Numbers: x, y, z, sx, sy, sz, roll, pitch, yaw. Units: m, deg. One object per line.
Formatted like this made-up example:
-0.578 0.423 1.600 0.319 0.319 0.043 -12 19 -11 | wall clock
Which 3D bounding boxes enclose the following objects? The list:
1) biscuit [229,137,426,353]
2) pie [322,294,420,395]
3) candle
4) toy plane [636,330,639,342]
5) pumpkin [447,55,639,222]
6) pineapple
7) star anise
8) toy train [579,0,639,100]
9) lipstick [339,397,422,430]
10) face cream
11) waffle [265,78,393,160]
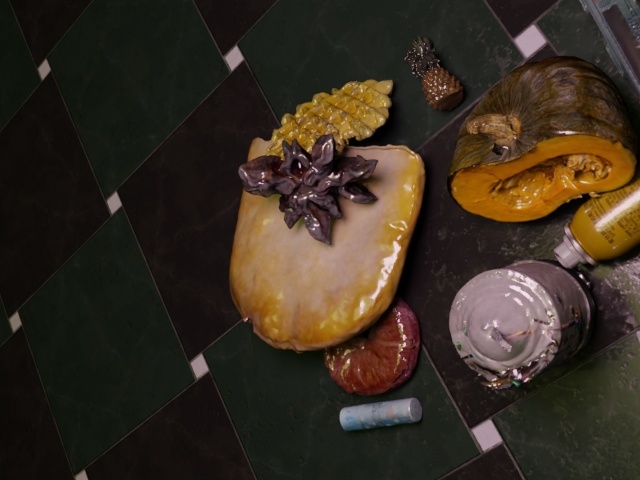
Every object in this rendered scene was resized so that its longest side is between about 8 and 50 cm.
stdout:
0.001 0.000 1.618 0.430 0.104 0.446 1 75 34 | biscuit
0.092 0.195 1.588 0.219 0.054 0.204 -19 74 33 | pie
0.303 0.128 1.284 0.188 0.330 0.187 2 95 33 | candle
0.597 0.111 1.194 0.267 0.123 0.266 -4 78 19 | toy plane
0.339 -0.185 1.323 0.325 0.242 0.232 -24 50 48 | pumpkin
0.208 -0.315 1.546 0.074 0.074 0.159 -40 59 26 | pineapple
-0.023 -0.102 1.488 0.283 0.212 0.129 -10 46 22 | star anise
0.473 -0.396 1.348 0.089 0.086 0.409 -34 68 31 | toy train
0.113 0.330 1.566 0.158 0.048 0.048 -16 77 33 | lipstick
0.514 -0.071 1.279 0.349 0.105 0.105 -41 64 25 | face cream
0.020 -0.227 1.603 0.261 0.056 0.250 -9 36 35 | waffle
